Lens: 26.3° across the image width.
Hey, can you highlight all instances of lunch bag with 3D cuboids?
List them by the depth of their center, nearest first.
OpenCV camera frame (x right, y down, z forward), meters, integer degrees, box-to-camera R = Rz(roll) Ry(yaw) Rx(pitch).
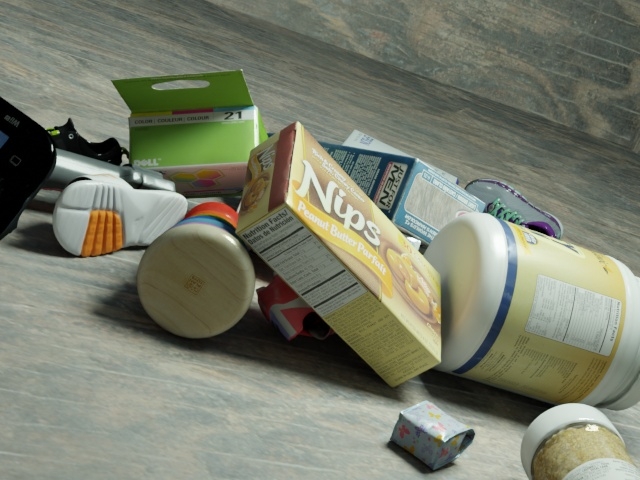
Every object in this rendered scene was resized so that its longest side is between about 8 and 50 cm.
[{"bbox_3d":[0.136,0.229,1.625,0.071,0.053,0.083,31,27,28],"label":"lunch bag"}]

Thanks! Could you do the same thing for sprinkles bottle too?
[{"bbox_3d":[0.322,0.312,1.507,0.121,0.121,0.355,20,17,-15],"label":"sprinkles bottle"}]

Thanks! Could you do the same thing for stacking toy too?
[{"bbox_3d":[-0.152,0.015,1.769,0.141,0.141,0.330,22,11,-7],"label":"stacking toy"}]

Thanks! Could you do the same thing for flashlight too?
[{"bbox_3d":[-0.352,-0.081,1.838,0.304,0.103,0.103,16,14,-41],"label":"flashlight"}]

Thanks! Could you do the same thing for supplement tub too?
[{"bbox_3d":[0.306,0.108,1.922,0.316,0.228,0.228,18,18,-20],"label":"supplement tub"}]

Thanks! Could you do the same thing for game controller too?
[{"bbox_3d":[-0.458,-0.121,1.682,0.319,0.166,0.067,33,3,29],"label":"game controller"}]

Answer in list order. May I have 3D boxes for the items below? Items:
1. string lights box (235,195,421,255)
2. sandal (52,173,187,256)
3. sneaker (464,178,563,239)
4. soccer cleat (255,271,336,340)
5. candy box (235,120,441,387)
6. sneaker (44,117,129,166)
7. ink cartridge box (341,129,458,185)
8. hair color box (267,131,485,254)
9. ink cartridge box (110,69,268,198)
[{"bbox_3d":[0.000,0.000,1.985,0.260,0.076,0.133,23,-22,-4],"label":"string lights box"},{"bbox_3d":[-0.279,-0.038,1.801,0.076,0.102,0.265,28,12,26],"label":"sandal"},{"bbox_3d":[0.393,-0.053,2.793,0.224,0.083,0.098,26,22,4],"label":"sneaker"},{"bbox_3d":[0.013,0.095,1.846,0.248,0.083,0.095,8,47,-51],"label":"soccer cleat"},{"bbox_3d":[0.031,0.019,1.755,0.316,0.087,0.183,45,28,-26],"label":"candy box"},{"bbox_3d":[-0.384,-0.136,1.939,0.235,0.097,0.084,14,19,-31],"label":"sneaker"},{"bbox_3d":[0.179,-0.098,2.655,0.330,0.071,0.324,24,16,2],"label":"ink cartridge box"},{"bbox_3d":[0.063,-0.069,2.100,0.174,0.105,0.347,29,-9,-42],"label":"hair color box"},{"bbox_3d":[-0.182,-0.145,1.937,0.189,0.097,0.255,-3,-17,5],"label":"ink cartridge box"}]
